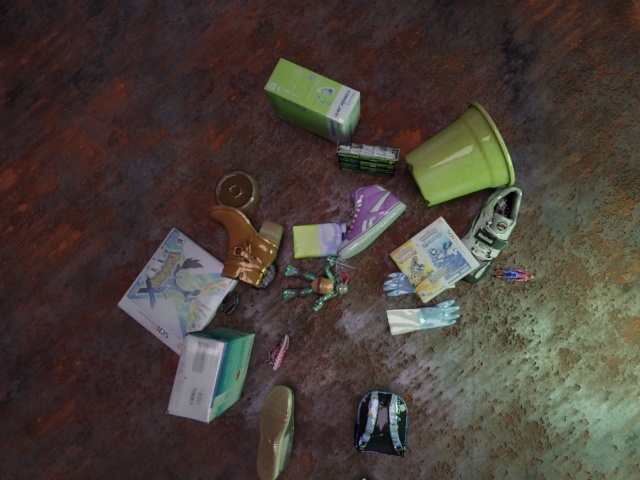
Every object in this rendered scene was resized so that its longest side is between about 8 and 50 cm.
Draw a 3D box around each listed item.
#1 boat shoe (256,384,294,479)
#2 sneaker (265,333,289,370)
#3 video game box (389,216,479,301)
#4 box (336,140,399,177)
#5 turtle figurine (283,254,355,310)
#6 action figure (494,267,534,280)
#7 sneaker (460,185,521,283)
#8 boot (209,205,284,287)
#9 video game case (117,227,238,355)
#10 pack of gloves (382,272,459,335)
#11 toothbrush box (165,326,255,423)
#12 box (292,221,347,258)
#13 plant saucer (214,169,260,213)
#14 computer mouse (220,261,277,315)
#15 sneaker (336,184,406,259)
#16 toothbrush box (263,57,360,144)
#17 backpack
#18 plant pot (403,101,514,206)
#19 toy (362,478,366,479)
[{"bbox_3d":[-0.128,0.588,1.269,0.102,0.092,0.286,5,84,32],"label":"boat shoe"},{"bbox_3d":[-0.143,0.357,1.332,0.057,0.047,0.120,20,83,20],"label":"sneaker"},{"bbox_3d":[0.352,0.059,1.280,0.205,0.048,0.187,-38,64,13],"label":"video game box"},{"bbox_3d":[0.151,-0.258,1.317,0.190,0.184,0.045,9,81,8],"label":"box"},{"bbox_3d":[0.000,0.143,1.310,0.233,0.118,0.176,2,67,22],"label":"turtle figurine"},{"bbox_3d":[0.613,0.109,1.294,0.115,0.030,0.038,5,77,5],"label":"action figure"},{"bbox_3d":[0.519,-0.025,1.266,0.122,0.146,0.331,24,86,8],"label":"sneaker"},{"bbox_3d":[-0.277,0.018,1.348,0.283,0.109,0.220,20,77,9],"label":"boot"},{"bbox_3d":[-0.480,0.172,1.396,0.299,0.036,0.329,34,86,10],"label":"video game case"},{"bbox_3d":[0.321,0.185,1.304,0.231,0.046,0.195,-11,81,4],"label":"pack of gloves"},{"bbox_3d":[-0.310,0.381,1.216,0.126,0.295,0.217,11,82,6],"label":"toothbrush box"},{"bbox_3d":[0.000,0.000,1.366,0.178,0.042,0.109,-5,82,4],"label":"box"},{"bbox_3d":[-0.295,-0.170,1.431,0.168,0.029,0.169,-1,81,7],"label":"plant saucer"},{"bbox_3d":[-0.239,0.159,1.370,0.242,0.041,0.071,-40,93,-1],"label":"computer mouse"},{"bbox_3d":[0.125,-0.069,1.332,0.282,0.102,0.161,-41,76,-19],"label":"sneaker"},{"bbox_3d":[-0.019,-0.444,1.353,0.283,0.206,0.122,28,85,10],"label":"toothbrush box"},{"bbox_3d":[0.182,0.537,1.229,0.158,0.117,0.174,4,83,7],"label":"backpack"},{"bbox_3d":[0.408,-0.238,1.266,0.253,0.276,0.276,-26,80,13],"label":"plant pot"},{"bbox_3d":[0.163,0.836,1.219,0.137,0.056,0.237,-44,85,-5],"label":"toy"}]
